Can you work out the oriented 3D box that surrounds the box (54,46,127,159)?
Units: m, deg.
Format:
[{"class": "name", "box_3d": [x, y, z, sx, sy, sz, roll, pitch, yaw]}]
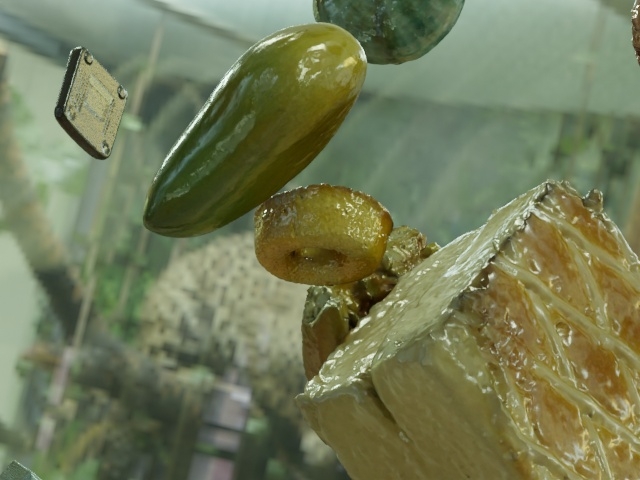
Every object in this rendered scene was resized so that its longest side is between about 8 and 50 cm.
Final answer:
[{"class": "box", "box_3d": [-0.318, -0.188, 2.562, 0.027, 0.125, 0.126, -4, -31, 27]}]

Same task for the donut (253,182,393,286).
[{"class": "donut", "box_3d": [0.000, 0.000, 1.919, 0.152, 0.058, 0.152, 5, -28, 3]}]

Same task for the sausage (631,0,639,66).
[{"class": "sausage", "box_3d": [0.349, -0.121, 1.770, 0.078, 0.304, 0.078, -7, -20, -2]}]

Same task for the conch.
[{"class": "conch", "box_3d": [0.090, -0.334, 2.448, 0.195, 0.220, 0.277, -3, -21, -15]}]

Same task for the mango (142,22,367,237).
[{"class": "mango", "box_3d": [-0.055, -0.092, 1.607, 0.091, 0.237, 0.137, 49, 14, 24]}]

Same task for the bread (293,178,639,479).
[{"class": "bread", "box_3d": [0.223, 0.182, 2.058, 0.279, 0.371, 0.390, -21, -70, 42]}]

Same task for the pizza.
[{"class": "pizza", "box_3d": [0.050, 0.139, 2.230, 0.087, 0.268, 0.258, 24, 32, 25]}]

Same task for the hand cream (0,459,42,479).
[{"class": "hand cream", "box_3d": [-0.168, 0.321, 1.673, 0.331, 0.085, 0.058, 40, 28, -6]}]
